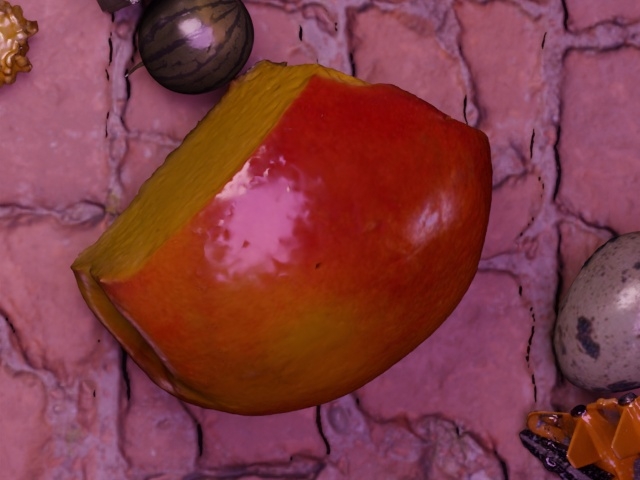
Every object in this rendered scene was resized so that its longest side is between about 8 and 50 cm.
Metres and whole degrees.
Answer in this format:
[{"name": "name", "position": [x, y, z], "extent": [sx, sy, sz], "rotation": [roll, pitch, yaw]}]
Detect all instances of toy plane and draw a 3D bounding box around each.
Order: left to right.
[{"name": "toy plane", "position": [0.356, 0.276, 1.810], "extent": [0.316, 0.204, 0.103], "rotation": [52, 39, -27]}]

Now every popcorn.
[{"name": "popcorn", "position": [-0.296, -0.181, 1.623], "extent": [0.083, 0.057, 0.082], "rotation": [-24, 92, -11]}]

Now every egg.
[{"name": "egg", "position": [0.309, 0.074, 1.769], "extent": [0.141, 0.141, 0.181], "rotation": [43, 89, -14]}]

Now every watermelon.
[{"name": "watermelon", "position": [-0.127, -0.183, 1.652], "extent": [0.133, 0.105, 0.105], "rotation": [-29, 101, 11]}]

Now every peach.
[{"name": "peach", "position": [0.000, 0.000, 1.614], "extent": [0.380, 0.242, 0.306], "rotation": [-46, 119, -15]}]

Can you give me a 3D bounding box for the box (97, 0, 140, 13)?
[{"name": "box", "position": [-0.111, -0.299, 1.633], "extent": [0.225, 0.129, 0.086], "rotation": [-31, 100, -12]}]
